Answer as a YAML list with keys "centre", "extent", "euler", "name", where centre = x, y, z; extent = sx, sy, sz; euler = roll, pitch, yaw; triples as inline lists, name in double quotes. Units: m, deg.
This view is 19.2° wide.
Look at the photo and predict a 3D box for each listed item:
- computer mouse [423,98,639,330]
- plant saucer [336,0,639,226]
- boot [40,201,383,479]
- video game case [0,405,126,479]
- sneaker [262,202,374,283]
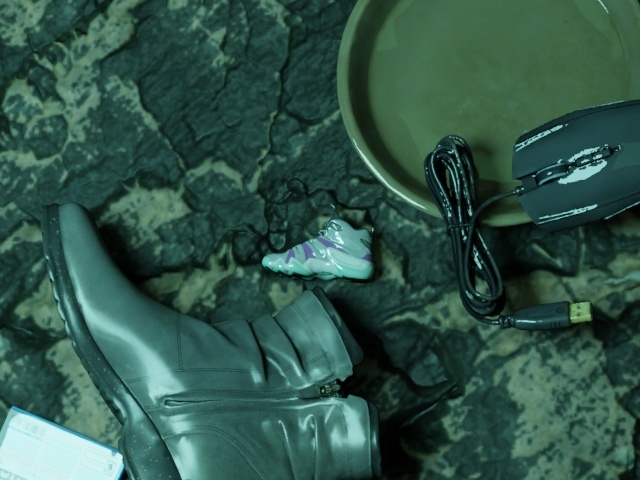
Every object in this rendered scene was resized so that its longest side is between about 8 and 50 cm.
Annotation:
- centre: [0.222, -0.025, 1.571]
  extent: [0.262, 0.060, 0.184]
  euler: [-10, 77, 8]
  name: "computer mouse"
- centre: [0.153, -0.145, 1.657]
  extent: [0.277, 0.041, 0.278]
  euler: [-2, 78, 9]
  name: "plant saucer"
- centre: [-0.092, 0.087, 1.631]
  extent: [0.222, 0.118, 0.338]
  euler: [-25, 80, -4]
  name: "boot"
- centre: [-0.252, 0.244, 1.662]
  extent: [0.119, 0.015, 0.166]
  euler: [21, 83, 12]
  name: "video game case"
- centre: [0.000, 0.000, 1.658]
  extent: [0.098, 0.038, 0.069]
  euler: [5, 78, 1]
  name: "sneaker"
